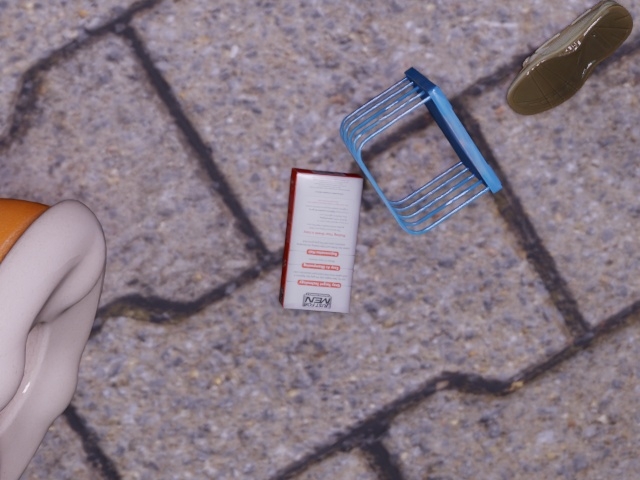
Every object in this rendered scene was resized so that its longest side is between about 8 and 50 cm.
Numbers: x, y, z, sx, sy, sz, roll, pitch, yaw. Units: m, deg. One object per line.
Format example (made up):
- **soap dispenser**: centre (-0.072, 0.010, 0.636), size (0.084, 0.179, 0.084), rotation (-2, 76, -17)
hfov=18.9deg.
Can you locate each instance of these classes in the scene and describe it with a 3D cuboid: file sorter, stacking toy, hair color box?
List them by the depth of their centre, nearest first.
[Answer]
- **stacking toy**: centre (-0.473, 0.048, 1.814), size (0.480, 0.350, 0.350), rotation (23, 96, 7)
- **file sorter**: centre (0.092, -0.087, 1.900), size (0.104, 0.170, 0.118), rotation (-33, 102, 2)
- **hair color box**: centre (0.000, 0.000, 1.964), size (0.072, 0.043, 0.141), rotation (5, 98, -9)

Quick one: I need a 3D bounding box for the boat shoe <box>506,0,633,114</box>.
- **boat shoe**: centre (0.252, -0.189, 1.973), size (0.153, 0.048, 0.056), rotation (-44, 115, 7)
